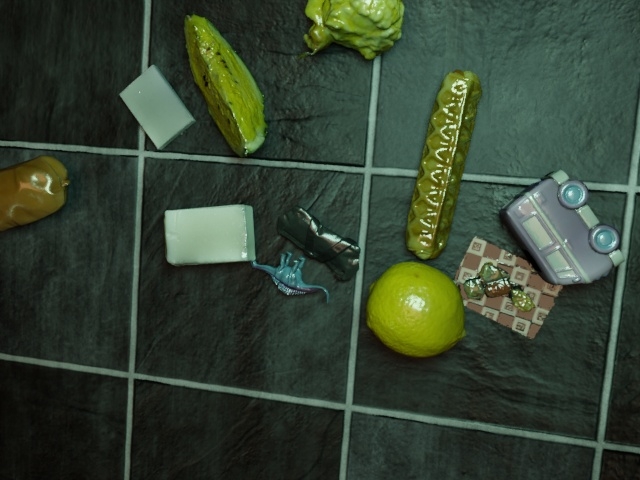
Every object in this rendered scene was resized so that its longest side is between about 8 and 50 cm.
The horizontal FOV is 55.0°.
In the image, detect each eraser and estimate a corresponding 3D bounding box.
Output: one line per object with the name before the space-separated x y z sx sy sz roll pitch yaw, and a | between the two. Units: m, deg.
eraser | -0.349 -0.283 1.315 0.103 0.023 0.150 -36 87 12

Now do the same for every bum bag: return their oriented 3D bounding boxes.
bum bag | 0.000 0.000 1.259 0.197 0.049 0.087 35 125 6

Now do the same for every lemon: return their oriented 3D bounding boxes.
lemon | 0.184 0.133 1.167 0.203 0.178 0.178 26 100 10

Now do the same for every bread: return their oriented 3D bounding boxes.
bread | 0.235 -0.142 1.181 0.077 0.084 0.368 22 104 49

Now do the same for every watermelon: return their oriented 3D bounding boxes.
watermelon | -0.190 -0.296 1.227 0.123 0.129 0.301 -25 84 10

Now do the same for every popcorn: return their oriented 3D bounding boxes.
popcorn | 0.058 -0.421 1.145 0.195 0.168 0.174 6 93 10

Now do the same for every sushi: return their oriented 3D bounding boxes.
sushi | 0.363 0.096 1.199 0.200 0.031 0.139 25 99 8

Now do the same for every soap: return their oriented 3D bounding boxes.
soap | -0.233 -0.009 1.290 0.183 0.064 0.122 -3 88 12

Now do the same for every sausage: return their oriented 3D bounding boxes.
sausage | -0.660 -0.105 1.345 0.241 0.120 0.136 -18 106 12

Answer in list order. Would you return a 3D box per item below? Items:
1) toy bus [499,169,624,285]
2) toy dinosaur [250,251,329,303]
toy bus | 0.436 -0.013 1.122 0.142 0.142 0.203 -34 87 7
toy dinosaur | -0.062 0.071 1.279 0.197 0.045 0.080 25 106 17
